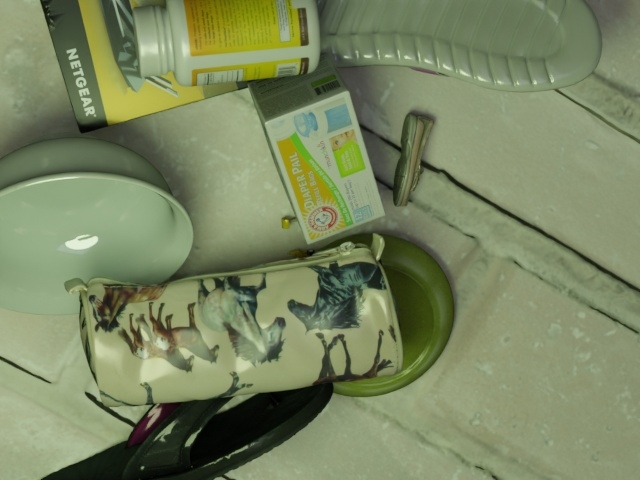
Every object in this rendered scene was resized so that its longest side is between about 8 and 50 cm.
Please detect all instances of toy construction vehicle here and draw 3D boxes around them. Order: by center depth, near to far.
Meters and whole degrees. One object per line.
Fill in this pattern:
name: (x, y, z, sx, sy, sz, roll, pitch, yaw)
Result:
toy construction vehicle: (0.000, 0.000, 1.858, 0.098, 0.035, 0.086, -9, 112, -4)

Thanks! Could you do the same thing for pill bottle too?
pill bottle: (-0.113, -0.248, 1.663, 0.215, 0.117, 0.117, -7, 102, -9)

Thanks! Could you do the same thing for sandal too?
sandal: (0.152, -0.280, 1.788, 0.416, 0.102, 0.169, 8, 86, 4)
sandal: (-0.197, 0.257, 1.811, 0.445, 0.167, 0.107, -23, 107, 0)

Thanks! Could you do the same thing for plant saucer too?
plant saucer: (0.066, 0.109, 1.867, 0.241, 0.037, 0.241, -2, 109, -6)

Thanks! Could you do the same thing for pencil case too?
pencil case: (-0.106, 0.103, 1.738, 0.410, 0.160, 0.184, -7, 93, -5)

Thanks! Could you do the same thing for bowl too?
bowl: (-0.314, -0.039, 1.727, 0.298, 0.134, 0.298, -10, 146, -7)

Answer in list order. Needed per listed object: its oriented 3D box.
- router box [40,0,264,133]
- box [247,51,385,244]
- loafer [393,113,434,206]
router box: (-0.227, -0.314, 1.736, 0.243, 0.081, 0.309, -17, 103, -5)
box: (-0.004, -0.114, 1.758, 0.114, 0.103, 0.203, -21, 128, -2)
loafer: (0.125, -0.105, 1.845, 0.039, 0.045, 0.125, 6, 98, -15)
